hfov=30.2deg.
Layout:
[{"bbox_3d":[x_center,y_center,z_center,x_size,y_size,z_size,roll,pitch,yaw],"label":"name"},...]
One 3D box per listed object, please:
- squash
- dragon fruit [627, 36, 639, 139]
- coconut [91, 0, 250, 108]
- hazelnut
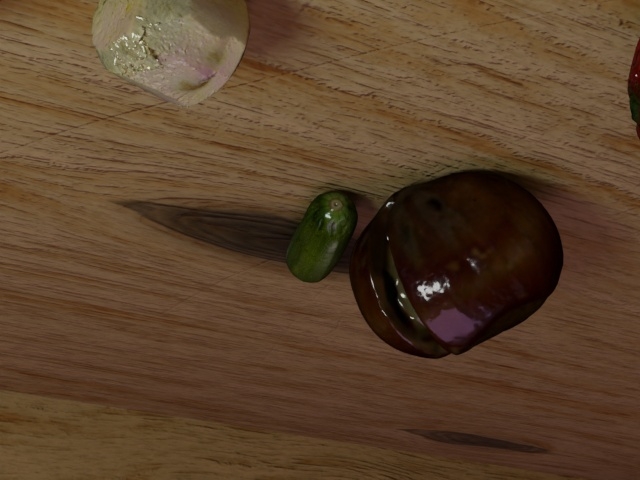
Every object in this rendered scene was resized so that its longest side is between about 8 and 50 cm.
[{"bbox_3d":[0.000,0.000,1.504,0.069,0.069,0.239,6,159,-10],"label":"squash"},{"bbox_3d":[0.350,-0.124,0.993,0.189,0.182,0.182,9,159,-12],"label":"dragon fruit"},{"bbox_3d":[-0.119,-0.174,0.993,0.122,0.116,0.116,21,153,-38],"label":"coconut"},{"bbox_3d":[0.159,0.023,1.389,0.252,0.217,0.217,-26,146,35],"label":"hazelnut"}]
